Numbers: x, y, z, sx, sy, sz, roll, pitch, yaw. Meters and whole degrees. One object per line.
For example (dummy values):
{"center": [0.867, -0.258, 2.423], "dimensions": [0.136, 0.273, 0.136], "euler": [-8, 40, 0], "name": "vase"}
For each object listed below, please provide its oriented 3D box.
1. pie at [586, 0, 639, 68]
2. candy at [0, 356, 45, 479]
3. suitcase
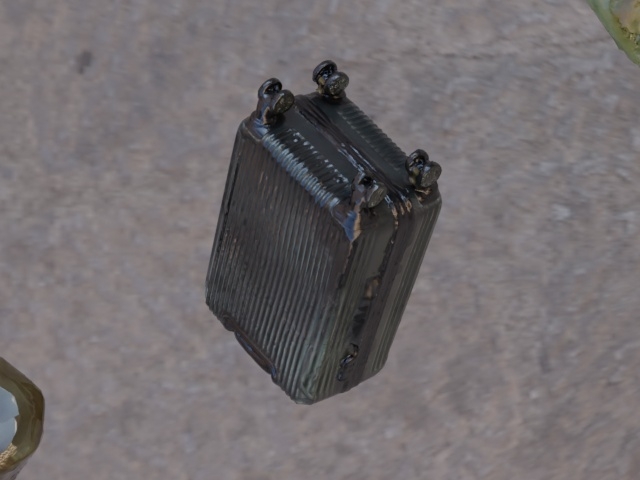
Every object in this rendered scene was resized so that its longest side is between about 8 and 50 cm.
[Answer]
{"center": [0.435, -0.238, 1.353], "dimensions": [0.418, 0.180, 0.395], "euler": [25, 115, 4], "name": "pie"}
{"center": [-0.352, 0.125, 1.554], "dimensions": [0.234, 0.104, 0.102], "euler": [39, 61, 1], "name": "candy"}
{"center": [0.000, 0.000, 1.693], "dimensions": [0.202, 0.128, 0.312], "euler": [46, 139, 29], "name": "suitcase"}
